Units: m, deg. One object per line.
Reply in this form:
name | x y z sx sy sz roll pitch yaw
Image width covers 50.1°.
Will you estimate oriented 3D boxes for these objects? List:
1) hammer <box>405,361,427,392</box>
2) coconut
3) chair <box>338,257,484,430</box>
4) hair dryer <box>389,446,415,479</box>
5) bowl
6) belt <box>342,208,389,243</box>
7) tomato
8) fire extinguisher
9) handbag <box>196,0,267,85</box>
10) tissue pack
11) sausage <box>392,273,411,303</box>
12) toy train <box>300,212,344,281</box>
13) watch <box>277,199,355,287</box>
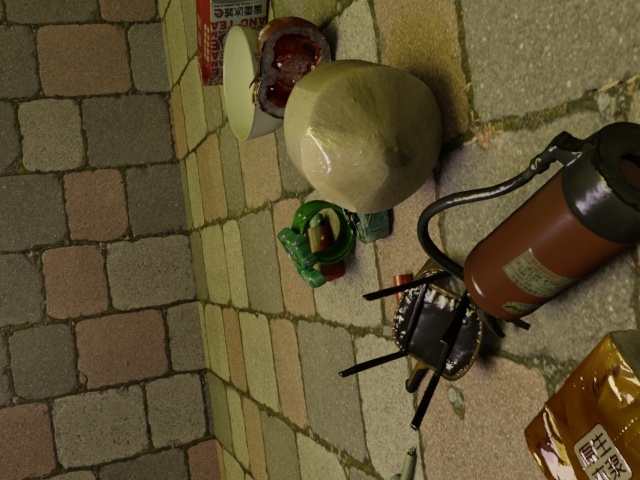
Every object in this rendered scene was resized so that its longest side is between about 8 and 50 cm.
hammer | 0.188 0.214 1.211 0.201 0.021 0.078 105 150 -45
coconut | 0.069 -0.170 1.094 0.266 0.238 0.237 -132 40 -56
chair | 0.161 0.128 1.037 0.172 0.247 0.158 31 124 29
hair dryer | 0.171 0.452 1.328 0.063 0.038 0.124 -134 49 -55
bowl | -0.141 -0.388 1.686 0.277 0.145 0.276 171 90 -70
belt | 0.082 -0.055 1.323 0.105 0.058 0.140 89 157 -48
tomato | -0.075 -0.387 1.482 0.155 0.181 0.214 -112 28 -49
fire extinguisher | 0.247 -0.013 0.828 0.200 0.113 0.376 55 151 15
handbag | -0.242 -0.555 1.872 0.151 0.171 0.298 -125 30 -44
tissue pack | 0.336 0.228 0.744 0.226 0.092 0.183 109 147 -45
sausage | 0.157 0.126 1.244 0.034 0.034 0.129 162 100 -69
toy train | -0.006 0.018 1.587 0.118 0.074 0.175 -35 59 56
watch | 0.000 0.000 1.467 0.165 0.152 0.131 59 165 -20
